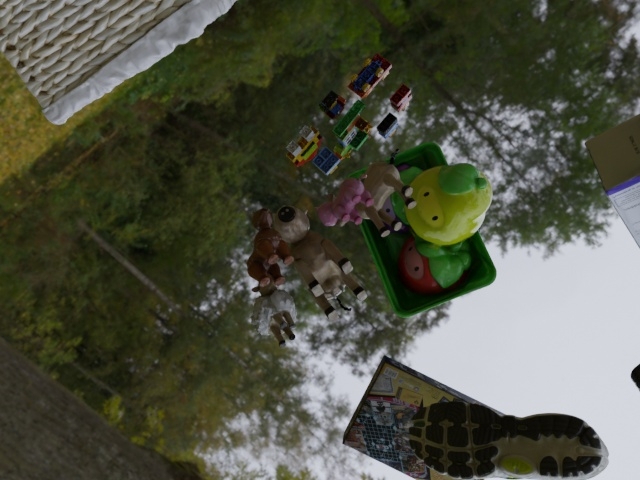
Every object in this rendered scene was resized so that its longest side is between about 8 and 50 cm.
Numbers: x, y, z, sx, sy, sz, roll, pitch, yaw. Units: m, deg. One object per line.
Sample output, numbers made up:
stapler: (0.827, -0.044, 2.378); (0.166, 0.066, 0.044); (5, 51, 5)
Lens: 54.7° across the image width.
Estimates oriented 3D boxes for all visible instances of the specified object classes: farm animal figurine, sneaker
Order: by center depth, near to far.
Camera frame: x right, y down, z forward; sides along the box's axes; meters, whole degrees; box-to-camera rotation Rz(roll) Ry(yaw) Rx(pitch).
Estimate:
sneaker: (0.259, 0.298, 0.878); (0.275, 0.110, 0.107); (0, -117, 29)
farm animal figurine: (0.000, 0.000, 1.147); (0.330, 0.327, 0.172); (-23, -134, -19)

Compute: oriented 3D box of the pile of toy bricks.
pile of toy bricks: (0.055, -0.179, 0.986); (0.212, 0.118, 0.105); (-48, 165, 2)

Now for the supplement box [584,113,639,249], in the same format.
supplement box: (0.472, -0.059, 0.855); (0.114, 0.220, 0.111); (-29, -145, 28)

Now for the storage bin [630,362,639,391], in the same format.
storage bin: (0.588, 0.234, 0.943); (0.122, 0.180, 0.084); (-52, -164, 22)

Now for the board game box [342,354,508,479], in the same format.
board game box: (0.181, 0.324, 1.059); (0.165, 0.243, 0.042); (-63, 180, 8)

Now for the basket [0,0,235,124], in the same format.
basket: (-0.334, -0.415, 1.004); (0.331, 0.266, 0.328); (-25, -155, 19)

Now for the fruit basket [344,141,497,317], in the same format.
fruit basket: (0.234, -0.041, 1.385); (0.282, 0.392, 0.392); (-22, -163, 5)
